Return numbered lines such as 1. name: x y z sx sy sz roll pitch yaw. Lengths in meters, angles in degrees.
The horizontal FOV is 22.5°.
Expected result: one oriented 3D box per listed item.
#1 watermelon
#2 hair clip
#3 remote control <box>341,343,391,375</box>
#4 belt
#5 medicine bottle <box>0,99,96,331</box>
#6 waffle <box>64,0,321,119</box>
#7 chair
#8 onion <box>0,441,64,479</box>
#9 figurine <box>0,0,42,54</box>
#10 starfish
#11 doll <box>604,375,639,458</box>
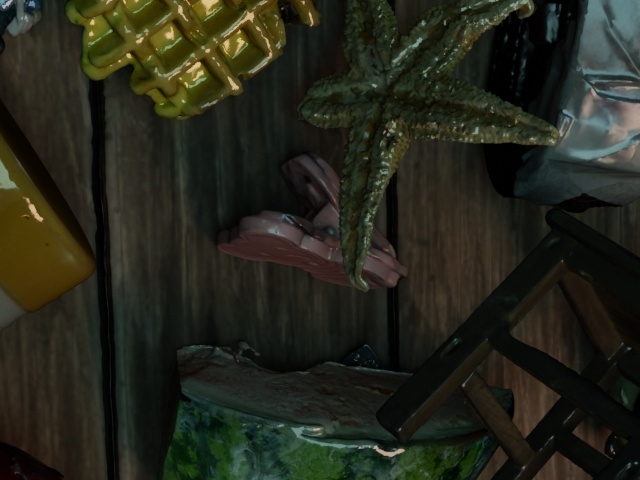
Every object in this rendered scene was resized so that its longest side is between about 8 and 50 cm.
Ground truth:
1. watermelon: 0.021 0.177 1.359 0.305 0.224 0.180 7 62 -10
2. hair clip: -0.007 0.008 1.337 0.102 0.123 0.138 -44 104 -22
3. remote control: 0.054 0.131 1.421 0.034 0.016 0.091 -33 106 8
4. belt: 0.240 -0.163 1.319 0.164 0.184 0.289 6 105 -19
5. medicine bottle: -0.322 -0.015 1.192 0.232 0.238 0.238 -34 106 -3
6. waffle: -0.061 -0.235 1.247 0.283 0.065 0.309 2 115 -26
7. chair: 0.276 0.074 1.236 0.416 0.203 0.240 -48 141 -9
8. onion: -0.325 0.273 1.251 0.314 0.232 0.314 -29 148 -20
9. figurine: -0.231 -0.217 1.263 0.087 0.086 0.149 46 103 23
10. starfish: 0.075 -0.107 1.264 0.231 0.048 0.295 -8 66 27
11. doll: 0.362 0.125 1.432 0.234 0.143 0.135 -12 135 -9
